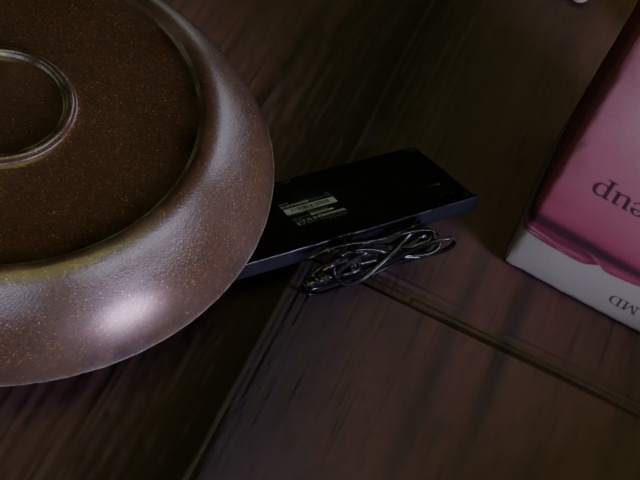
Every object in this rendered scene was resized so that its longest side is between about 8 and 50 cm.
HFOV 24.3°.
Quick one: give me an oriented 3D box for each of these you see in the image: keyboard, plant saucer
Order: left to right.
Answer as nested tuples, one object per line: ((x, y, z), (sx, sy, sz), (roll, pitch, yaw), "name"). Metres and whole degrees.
((-0.178, -0.061, 0.817), (0.311, 0.050, 0.310), (4, 52, -6), "plant saucer")
((0.000, 0.000, 0.866), (0.192, 0.038, 0.100), (-17, 38, -25), "keyboard")

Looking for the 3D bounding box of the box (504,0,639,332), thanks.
((0.223, -0.060, 0.840), (0.149, 0.232, 0.127), (27, 52, 4), "box")

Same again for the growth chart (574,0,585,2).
((0.166, -0.271, 1.111), (0.172, 0.021, 0.237), (30, 52, 7), "growth chart")
